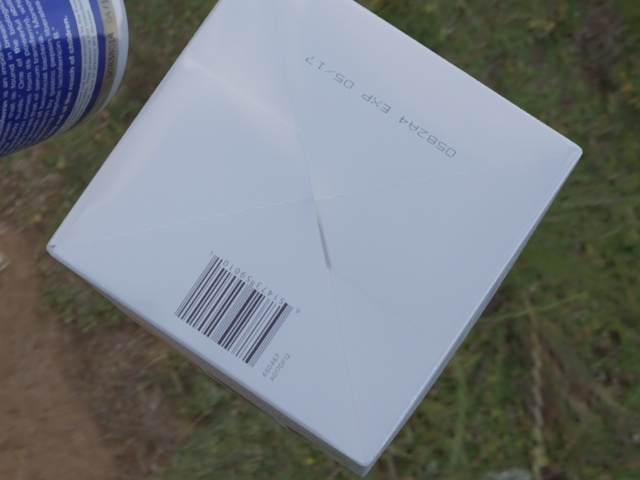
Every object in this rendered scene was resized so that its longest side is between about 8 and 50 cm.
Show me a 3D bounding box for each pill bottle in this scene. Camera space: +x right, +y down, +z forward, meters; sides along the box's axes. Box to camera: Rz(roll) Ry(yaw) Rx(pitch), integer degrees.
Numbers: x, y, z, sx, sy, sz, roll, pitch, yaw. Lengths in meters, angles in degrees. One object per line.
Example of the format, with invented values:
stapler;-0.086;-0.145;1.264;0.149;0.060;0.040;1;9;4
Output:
pill bottle;-0.250;-0.105;0.987;0.265;0.153;0.153;-32;92;-50

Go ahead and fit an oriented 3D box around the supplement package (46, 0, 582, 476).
supplement package;0.000;0.000;0.952;0.199;0.262;0.198;34;83;6
